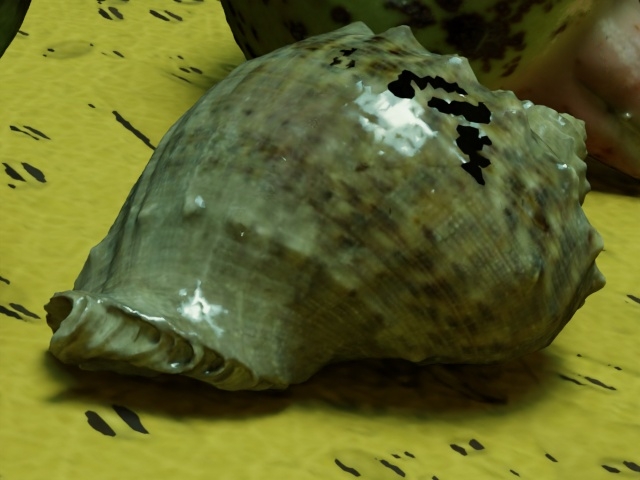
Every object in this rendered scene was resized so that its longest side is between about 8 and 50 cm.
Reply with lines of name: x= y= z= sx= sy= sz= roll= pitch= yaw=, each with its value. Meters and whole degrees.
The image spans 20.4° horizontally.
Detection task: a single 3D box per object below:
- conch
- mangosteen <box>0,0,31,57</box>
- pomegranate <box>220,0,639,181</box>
conch: x=0.000 y=0.000 z=0.601 sx=0.207 sy=0.130 sz=0.155 roll=-27 pitch=3 yaw=-19
mangosteen: x=-0.231 y=-0.107 z=0.499 sx=0.300 sy=0.300 sz=0.300 roll=7 pitch=25 yaw=-3
pomegranate: x=0.074 y=-0.119 z=0.767 sx=0.248 sy=0.214 sz=0.214 roll=44 pitch=28 yaw=-3
